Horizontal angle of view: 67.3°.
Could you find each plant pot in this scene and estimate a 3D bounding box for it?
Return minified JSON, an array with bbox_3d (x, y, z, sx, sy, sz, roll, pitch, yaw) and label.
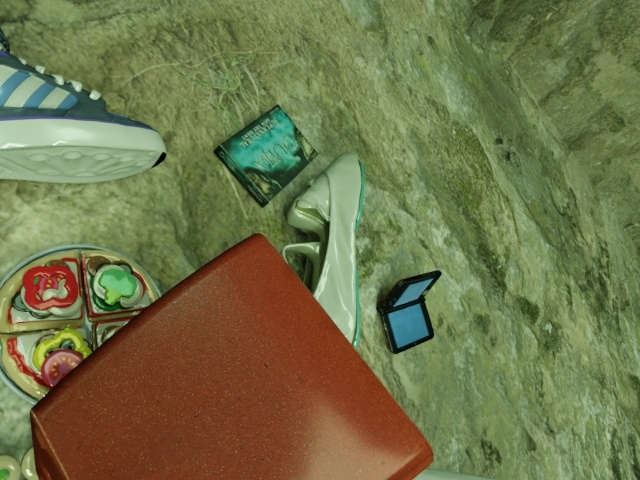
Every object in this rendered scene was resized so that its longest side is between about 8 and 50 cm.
[{"bbox_3d":[-0.111,0.200,0.455,0.235,0.267,0.267,-25,67,-42],"label":"plant pot"}]

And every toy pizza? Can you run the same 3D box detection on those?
[{"bbox_3d":[-0.272,0.096,0.564,0.201,0.032,0.201,20,57,-34],"label":"toy pizza"}]

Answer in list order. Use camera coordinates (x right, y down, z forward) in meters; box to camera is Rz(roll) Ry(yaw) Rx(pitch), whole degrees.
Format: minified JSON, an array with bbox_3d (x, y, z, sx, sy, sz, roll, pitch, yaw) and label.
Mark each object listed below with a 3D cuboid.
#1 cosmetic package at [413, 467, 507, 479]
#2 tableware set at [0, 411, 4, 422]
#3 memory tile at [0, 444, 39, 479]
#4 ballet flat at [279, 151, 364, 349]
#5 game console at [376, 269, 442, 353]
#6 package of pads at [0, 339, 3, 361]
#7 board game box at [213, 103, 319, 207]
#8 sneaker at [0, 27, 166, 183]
[{"bbox_3d":[0.271,0.531,0.552,0.329,0.327,0.394,59,37,-42],"label":"cosmetic package"},{"bbox_3d":[-0.379,0.215,0.403,0.128,0.039,0.194,34,50,-25],"label":"tableware set"},{"bbox_3d":[-0.294,0.276,0.446,0.113,0.012,0.148,-2,80,-49],"label":"memory tile"},{"bbox_3d":[0.000,0.000,0.804,0.139,0.139,0.400,24,56,-32],"label":"ballet flat"},{"bbox_3d":[0.187,0.134,0.925,0.144,0.124,0.085,-8,49,-44],"label":"game console"},{"bbox_3d":[-0.442,0.039,0.364,0.296,0.101,0.229,-13,66,-44],"label":"package of pads"},{"bbox_3d":[-0.089,-0.156,0.860,0.126,0.026,0.186,49,45,-11],"label":"board game box"},{"bbox_3d":[-0.357,-0.197,0.563,0.322,0.130,0.236,-7,78,-38],"label":"sneaker"}]
